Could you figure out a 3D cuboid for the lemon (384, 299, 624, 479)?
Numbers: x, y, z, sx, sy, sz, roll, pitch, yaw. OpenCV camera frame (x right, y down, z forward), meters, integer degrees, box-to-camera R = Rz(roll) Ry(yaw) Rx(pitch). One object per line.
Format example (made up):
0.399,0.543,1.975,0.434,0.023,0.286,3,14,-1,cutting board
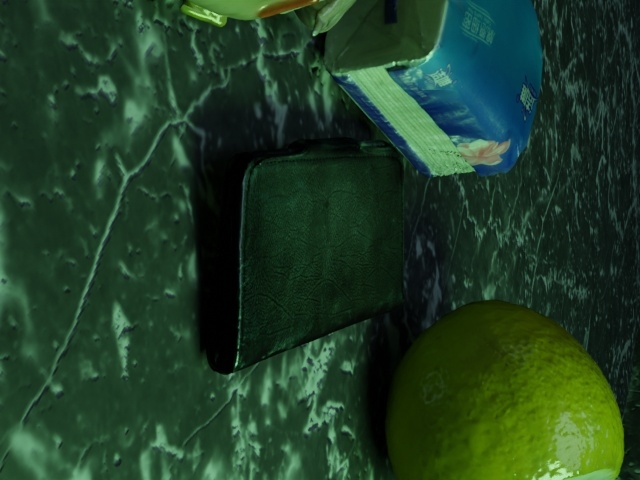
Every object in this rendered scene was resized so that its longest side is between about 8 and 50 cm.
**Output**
0.177,0.174,1.031,0.240,0.240,0.219,33,33,-60,lemon

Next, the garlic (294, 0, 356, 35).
0.008,-0.219,0.806,0.152,0.066,0.084,-55,-176,-16,garlic

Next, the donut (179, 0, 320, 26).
-0.041,-0.299,0.610,0.371,0.150,0.307,40,58,-59,donut

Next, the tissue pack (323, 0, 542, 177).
0.120,-0.195,0.965,0.269,0.137,0.209,38,61,-60,tissue pack

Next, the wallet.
0.000,0.000,0.848,0.318,0.045,0.172,-15,109,-63,wallet
